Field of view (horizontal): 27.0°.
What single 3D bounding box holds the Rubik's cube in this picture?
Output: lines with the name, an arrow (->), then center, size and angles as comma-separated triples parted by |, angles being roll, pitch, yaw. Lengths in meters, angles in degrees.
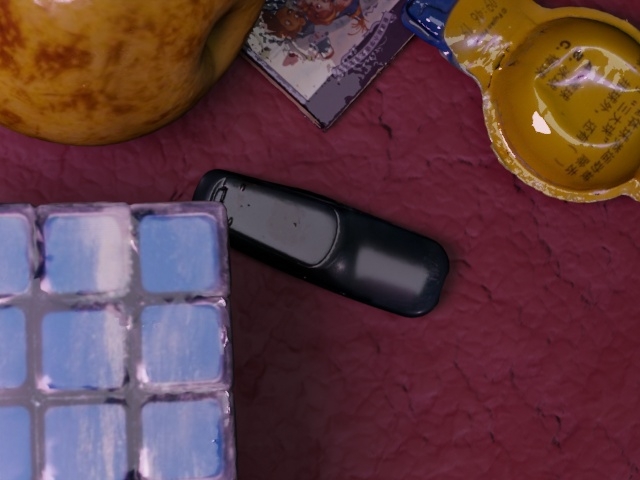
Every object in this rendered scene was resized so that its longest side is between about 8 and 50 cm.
Rubik's cube -> -0.196, 0.113, 0.944 | 0.256, 0.253, 0.259 | -3, 81, -10

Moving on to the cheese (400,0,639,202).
cheese -> 0.194, -0.140, 1.136 | 0.270, 0.069, 0.177 | 39, 78, -2

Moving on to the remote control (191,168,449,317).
remote control -> 0.000, 0.000, 1.098 | 0.222, 0.042, 0.072 | 21, 82, -6

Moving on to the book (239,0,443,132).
book -> -0.029, -0.225, 1.132 | 0.231, 0.026, 0.157 | 42, 79, -2

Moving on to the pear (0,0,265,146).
pear -> -0.177, -0.206, 0.984 | 0.280, 0.281, 0.281 | 1, 82, -9
